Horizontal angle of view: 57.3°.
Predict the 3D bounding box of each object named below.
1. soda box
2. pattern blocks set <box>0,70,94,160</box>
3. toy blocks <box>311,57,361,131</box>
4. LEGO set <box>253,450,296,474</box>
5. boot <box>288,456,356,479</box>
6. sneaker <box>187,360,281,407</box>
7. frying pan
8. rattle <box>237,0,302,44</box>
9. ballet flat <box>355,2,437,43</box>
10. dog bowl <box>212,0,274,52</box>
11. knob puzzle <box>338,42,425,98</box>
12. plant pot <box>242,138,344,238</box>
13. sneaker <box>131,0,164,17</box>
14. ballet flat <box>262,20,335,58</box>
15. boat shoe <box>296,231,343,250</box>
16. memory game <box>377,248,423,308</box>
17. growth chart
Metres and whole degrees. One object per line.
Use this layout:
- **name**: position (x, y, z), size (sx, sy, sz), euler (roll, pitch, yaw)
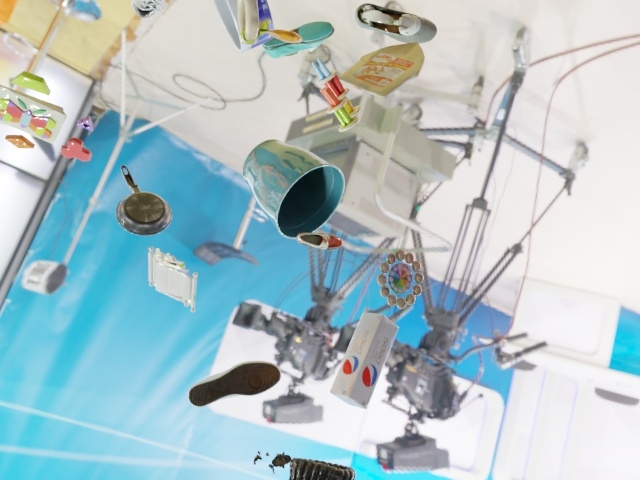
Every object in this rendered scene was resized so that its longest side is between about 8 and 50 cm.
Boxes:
- **soda box**: position (0.105, 0.283, 1.393), size (0.069, 0.216, 0.074), euler (-1, 146, 47)
- **pattern blocks set**: position (-0.757, -0.323, 1.513), size (0.325, 0.026, 0.285), euler (14, 144, -15)
- **toy blocks**: position (0.028, -0.327, 1.294), size (0.054, 0.123, 0.148), euler (-28, 114, 23)
- **LEGO set**: position (-0.085, 0.411, 1.103), size (0.083, 0.054, 0.023), euler (36, -165, -19)
- **boot**: position (-0.092, 0.665, 1.437), size (0.348, 0.260, 0.131), euler (10, 171, -16)
- **sneaker**: position (-0.260, 0.432, 1.818), size (0.290, 0.106, 0.123), euler (-14, 177, 2)
- **frying pan**: position (-0.648, -0.158, 2.168), size (0.197, 0.326, 0.053), euler (4, 146, -18)
- **rattle**: position (-0.128, -0.544, 1.305), size (0.143, 0.199, 0.130), euler (-9, 169, 1)
- **ballet flat**: position (0.187, -0.545, 1.473), size (0.213, 0.072, 0.068), euler (17, -172, 10)
- **dog bowl**: position (-0.232, -0.676, 1.654), size (0.104, 0.265, 0.265), euler (-25, 164, -8)
- **knob puzzle**: position (0.164, -0.405, 1.386), size (0.213, 0.213, 0.030), euler (10, 143, 32)
- **plant pot**: position (-0.107, -0.186, 1.876), size (0.255, 0.271, 0.271), euler (42, 180, 32)
- **sneaker**: position (-0.367, -0.555, 1.300), size (0.094, 0.091, 0.258), euler (6, -175, -21)
- **ballet flat**: position (-0.067, -0.657, 1.929), size (0.247, 0.083, 0.087), euler (-9, 160, 12)
- **boat shoe**: position (0.000, 0.000, 1.680), size (0.137, 0.049, 0.043), euler (9, 173, -8)
- **memory game**: position (0.252, 0.120, 1.817), size (0.186, 0.186, 0.012), euler (27, 164, -29)
- **growth chart**: position (-0.516, 0.128, 2.033), size (0.237, 0.172, 0.021), euler (25, -155, 24)
